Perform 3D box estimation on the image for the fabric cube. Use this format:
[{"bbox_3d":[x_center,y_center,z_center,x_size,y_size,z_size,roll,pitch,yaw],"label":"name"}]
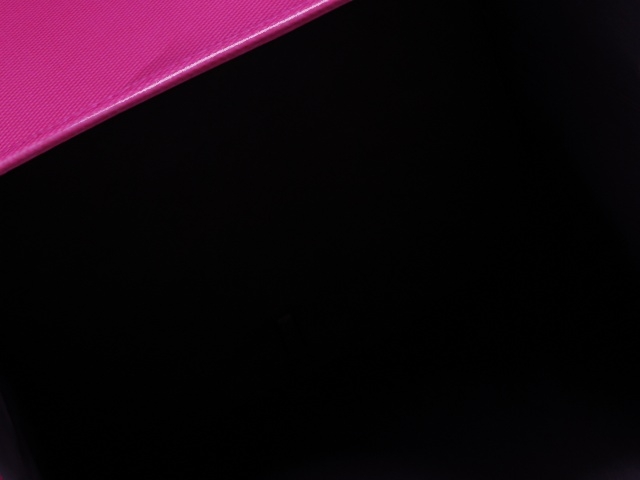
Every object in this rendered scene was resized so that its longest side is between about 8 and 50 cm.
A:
[{"bbox_3d":[0.000,0.000,0.607,0.254,0.259,0.258,-26,28,-8],"label":"fabric cube"}]
